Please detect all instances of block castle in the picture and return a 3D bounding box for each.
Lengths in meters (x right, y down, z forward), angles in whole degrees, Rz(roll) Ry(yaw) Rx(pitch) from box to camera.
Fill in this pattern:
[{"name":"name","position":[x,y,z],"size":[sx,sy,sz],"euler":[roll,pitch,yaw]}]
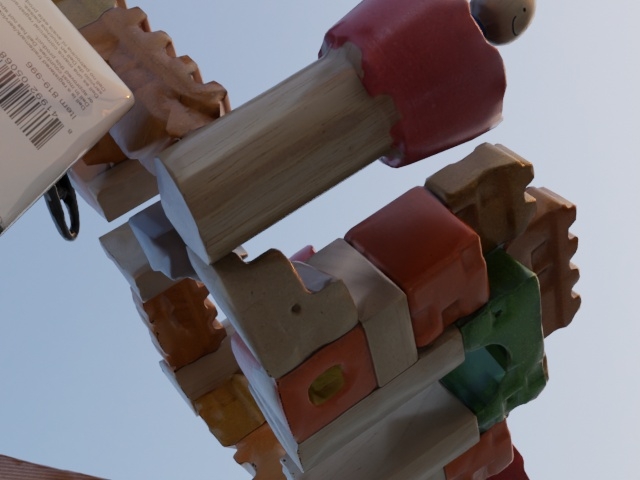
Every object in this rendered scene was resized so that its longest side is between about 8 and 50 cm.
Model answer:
[{"name":"block castle","position":[0.000,0.000,0.716],"size":[0.213,0.303,0.453],"euler":[-32,-41,-16]}]

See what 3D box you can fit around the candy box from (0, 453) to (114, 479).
[{"name":"candy box","position":[-0.158,0.224,0.451],"size":[0.316,0.183,0.087],"euler":[-59,-25,-55]}]

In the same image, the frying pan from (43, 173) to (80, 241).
[{"name":"frying pan","position":[-0.245,-0.122,0.910],"size":[0.197,0.053,0.326],"euler":[-30,-52,-56]}]

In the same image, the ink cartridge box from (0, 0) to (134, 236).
[{"name":"ink cartridge box","position":[-0.189,-0.047,0.440],"size":[0.087,0.153,0.208],"euler":[-30,16,33]}]
